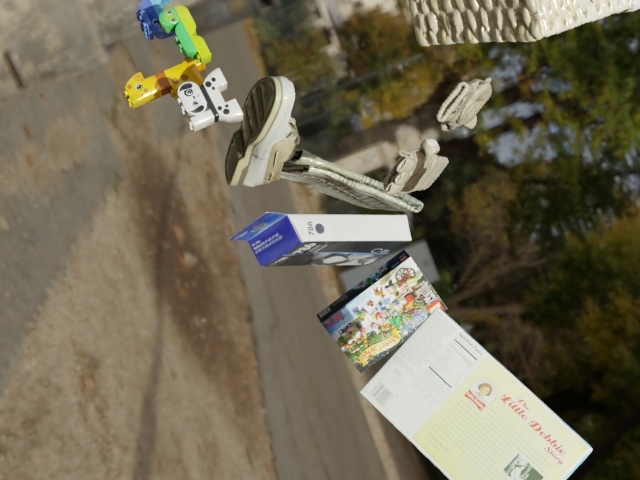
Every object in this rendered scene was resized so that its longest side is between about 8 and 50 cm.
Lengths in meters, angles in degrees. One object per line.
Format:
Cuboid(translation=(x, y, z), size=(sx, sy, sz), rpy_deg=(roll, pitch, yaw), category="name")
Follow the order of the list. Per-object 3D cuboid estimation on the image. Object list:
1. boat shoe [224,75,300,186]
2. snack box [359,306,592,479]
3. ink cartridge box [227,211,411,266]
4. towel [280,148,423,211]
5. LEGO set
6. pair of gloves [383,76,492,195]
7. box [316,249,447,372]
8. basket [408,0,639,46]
Cuboid(translation=(-0.094, -0.205, 2.039), size=(0.302, 0.103, 0.113), rpy_deg=(126, -39, -56), category="boat shoe")
Cuboid(translation=(0.241, 0.280, 1.694), size=(0.322, 0.187, 0.060), rpy_deg=(43, 3, 14), category="snack box")
Cuboid(translation=(0.000, 0.000, 2.136), size=(0.165, 0.333, 0.065), rpy_deg=(-32, -117, 53), category="ink cartridge box")
Cuboid(translation=(0.032, -0.128, 2.426), size=(0.324, 0.056, 0.312), rpy_deg=(22, -2, -21), category="towel")
Cuboid(translation=(-0.174, -0.197, 1.145), size=(0.227, 0.093, 0.087), rpy_deg=(62, -12, 11), category="LEGO set")
Cuboid(translation=(0.192, -0.171, 1.786), size=(0.042, 0.240, 0.204), rpy_deg=(41, 24, 15), category="pair of gloves")
Cuboid(translation=(0.131, 0.150, 2.282), size=(0.159, 0.233, 0.044), rpy_deg=(52, 1, -26), category="box")
Cuboid(translation=(0.312, -0.497, 1.778), size=(0.328, 0.266, 0.331), rpy_deg=(10, -59, 53), category="basket")
